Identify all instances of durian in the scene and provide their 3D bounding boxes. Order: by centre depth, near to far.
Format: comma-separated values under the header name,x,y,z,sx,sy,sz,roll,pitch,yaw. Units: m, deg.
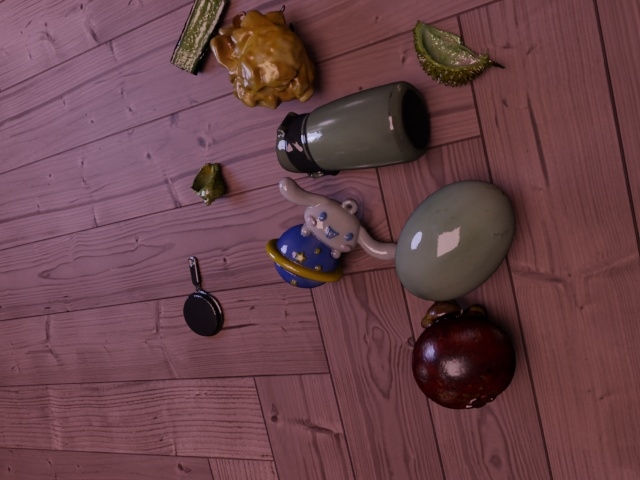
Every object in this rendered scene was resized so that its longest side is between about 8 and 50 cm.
name,x,y,z,sx,sy,sz,roll,pitch,yaw
durian,0.261,-0.367,1.247,0.215,0.086,0.100,38,103,20

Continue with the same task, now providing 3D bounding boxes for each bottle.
name,x,y,z,sx,sy,sz,roll,pitch,yaw
bottle,0.054,-0.229,1.348,0.347,0.168,0.169,-6,98,35

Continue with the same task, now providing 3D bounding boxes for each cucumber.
name,x,y,z,sx,sy,sz,roll,pitch,yaw
cucumber,-0.302,-0.526,1.546,0.078,0.062,0.211,25,110,-14

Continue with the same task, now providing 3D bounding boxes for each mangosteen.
name,x,y,z,sx,sy,sz,roll,pitch,yaw
mangosteen,0.289,0.225,1.304,0.215,0.215,0.258,-39,50,30

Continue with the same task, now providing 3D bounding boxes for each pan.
name,x,y,z,sx,sy,sz,roll,pitch,yaw
pan,-0.344,0.161,1.738,0.136,0.028,0.235,-7,97,30

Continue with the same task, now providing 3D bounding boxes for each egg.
name,x,y,z,sx,sy,sz,roll,pitch,yaw
egg,0.269,0.003,1.249,0.203,0.203,0.283,47,118,12

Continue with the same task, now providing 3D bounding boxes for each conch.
name,x,y,z,sx,sy,sz,roll,pitch,yaw
conch,-0.294,-0.147,1.611,0.089,0.074,0.121,5,80,-8

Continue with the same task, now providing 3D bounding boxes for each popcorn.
name,x,y,z,sx,sy,sz,roll,pitch,yaw
popcorn,-0.126,-0.404,1.406,0.191,0.190,0.254,-26,75,2

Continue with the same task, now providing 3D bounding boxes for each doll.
name,x,y,z,sx,sy,sz,roll,pitch,yaw
doll,0.025,0.010,1.443,0.311,0.159,0.243,19,98,0
